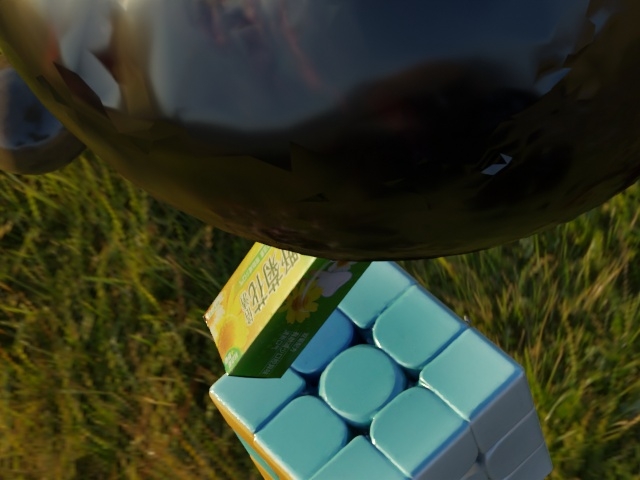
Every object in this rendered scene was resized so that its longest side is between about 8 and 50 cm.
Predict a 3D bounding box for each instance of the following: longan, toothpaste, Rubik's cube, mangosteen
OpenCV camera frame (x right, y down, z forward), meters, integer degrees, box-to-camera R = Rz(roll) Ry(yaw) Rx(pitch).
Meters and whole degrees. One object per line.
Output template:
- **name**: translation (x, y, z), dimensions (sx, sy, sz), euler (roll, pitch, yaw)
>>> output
- **longan**: translation (-0.223, -0.098, 1.098), dimensions (0.113, 0.113, 0.092), euler (19, 126, 10)
- **toothpaste**: translation (0.000, 0.000, 0.733), dimensions (0.178, 0.037, 0.043), euler (-53, 44, 35)
- **Rubik's cube**: translation (0.082, 0.240, 1.862), dimensions (0.290, 0.291, 0.292), euler (-41, 57, -11)
- **mangosteen**: translation (0.024, -0.137, 0.502), dimensions (0.300, 0.300, 0.300), euler (-1, 82, 7)
